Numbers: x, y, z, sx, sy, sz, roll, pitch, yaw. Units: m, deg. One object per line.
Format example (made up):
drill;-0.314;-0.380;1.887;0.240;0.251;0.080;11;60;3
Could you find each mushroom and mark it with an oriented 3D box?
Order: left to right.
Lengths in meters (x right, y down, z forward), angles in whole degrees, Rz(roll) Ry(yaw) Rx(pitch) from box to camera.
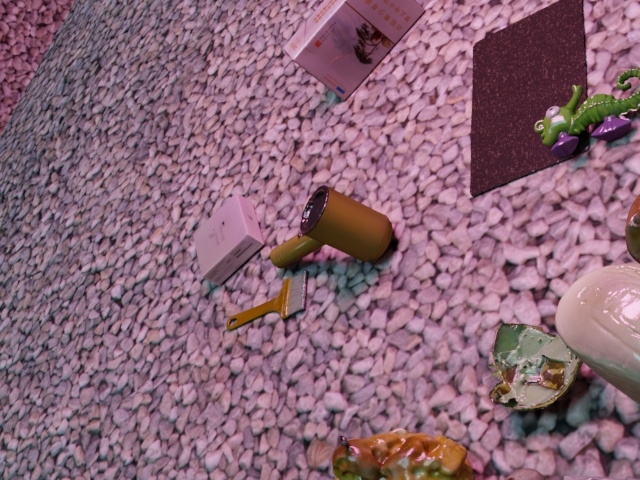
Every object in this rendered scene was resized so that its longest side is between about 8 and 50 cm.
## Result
mushroom;0.258;0.332;1.418;0.079;0.085;0.085;42;98;25

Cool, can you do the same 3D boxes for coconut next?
coconut;0.285;0.172;1.511;0.133;0.055;0.158;-54;34;6

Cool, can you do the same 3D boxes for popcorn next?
popcorn;0.114;0.326;1.529;0.194;0.163;0.140;2;81;15

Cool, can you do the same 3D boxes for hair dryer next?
hair dryer;0.000;0.000;1.941;0.279;0.135;0.090;-30;41;57

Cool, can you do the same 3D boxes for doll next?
doll;0.402;-0.192;1.659;0.190;0.050;0.115;-20;56;29

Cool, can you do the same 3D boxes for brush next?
brush;-0.100;0.121;2.034;0.205;0.011;0.083;-26;46;36

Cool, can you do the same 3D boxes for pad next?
pad;0.331;-0.238;1.815;0.220;0.004;0.330;-22;48;38

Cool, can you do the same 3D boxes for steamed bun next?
steamed bun;0.407;0.116;1.292;0.250;0.200;0.154;23;81;51

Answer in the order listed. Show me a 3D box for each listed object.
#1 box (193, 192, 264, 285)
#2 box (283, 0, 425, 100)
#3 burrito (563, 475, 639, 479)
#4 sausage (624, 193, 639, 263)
box;-0.179;-0.002;2.184;0.130;0.051;0.129;-41;39;19
box;0.064;-0.396;2.124;0.233;0.149;0.067;-47;34;12
burrito;0.365;0.305;1.318;0.203;0.064;0.064;-12;55;47
sausage;0.542;-0.122;1.293;0.501;0.136;0.123;-39;36;-10
